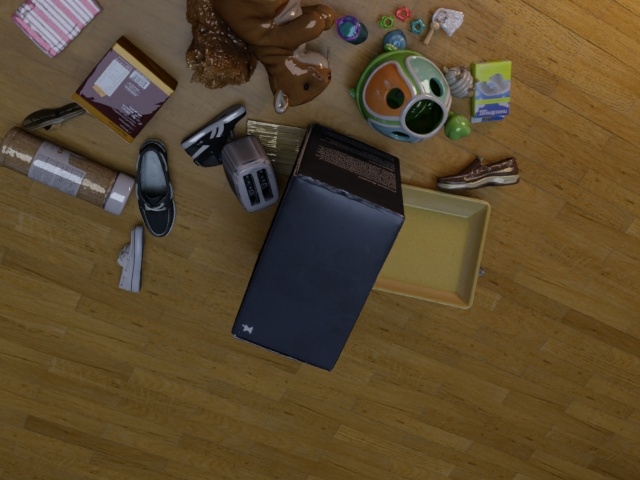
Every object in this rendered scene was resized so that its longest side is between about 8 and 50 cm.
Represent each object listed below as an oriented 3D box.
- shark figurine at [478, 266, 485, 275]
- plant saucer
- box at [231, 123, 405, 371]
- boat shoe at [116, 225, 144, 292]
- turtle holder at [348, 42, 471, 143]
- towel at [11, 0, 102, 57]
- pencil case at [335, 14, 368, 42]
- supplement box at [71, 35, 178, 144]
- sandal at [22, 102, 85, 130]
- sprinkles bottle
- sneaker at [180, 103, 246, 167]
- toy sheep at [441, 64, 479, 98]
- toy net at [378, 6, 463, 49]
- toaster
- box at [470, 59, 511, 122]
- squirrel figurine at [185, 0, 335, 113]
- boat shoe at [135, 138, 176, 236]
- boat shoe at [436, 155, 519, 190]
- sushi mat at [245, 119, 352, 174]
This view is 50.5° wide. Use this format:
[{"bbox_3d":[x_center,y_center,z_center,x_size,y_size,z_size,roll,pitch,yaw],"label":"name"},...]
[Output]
[{"bbox_3d":[0.384,0.043,2.167,0.278,0.166,0.116,16,86,5],"label":"shark figurine"},{"bbox_3d":[0.317,0.016,2.052,0.333,0.081,0.332,12,82,6],"label":"plant saucer"},{"bbox_3d":[0.000,0.000,1.842,0.297,0.472,0.480,22,114,-3],"label":"box"},{"bbox_3d":[-0.576,0.059,2.048,0.076,0.083,0.226,6,114,-10],"label":"boat shoe"},{"bbox_3d":[0.250,-0.363,1.868,0.243,0.227,0.320,-35,131,3],"label":"turtle holder"},{"bbox_3d":[-0.691,-0.594,1.778,0.197,0.029,0.144,-41,112,9],"label":"towel"},{"bbox_3d":[0.084,-0.562,1.815,0.070,0.151,0.064,41,106,1],"label":"pencil case"},{"bbox_3d":[-0.521,-0.404,1.824,0.191,0.129,0.194,39,104,-21],"label":"supplement box"},{"bbox_3d":[-0.731,-0.332,1.873,0.180,0.072,0.049,-16,136,-4],"label":"sandal"},{"bbox_3d":[-0.706,-0.191,1.901,0.355,0.121,0.121,24,109,-16],"label":"sprinkles bottle"},{"bbox_3d":[-0.279,-0.289,1.939,0.217,0.079,0.121,-29,117,15],"label":"sneaker"},{"bbox_3d":[0.392,-0.454,1.935,0.091,0.091,0.132,-43,117,12],"label":"toy sheep"},{"bbox_3d":[0.278,-0.601,1.882,0.232,0.045,0.122,-20,113,1],"label":"toy net"},{"bbox_3d":[-0.195,-0.189,1.910,0.129,0.146,0.227,-21,133,-11],"label":"toaster"},{"bbox_3d":[0.496,-0.431,1.982,0.109,0.042,0.178,-6,114,-4],"label":"box"},{"bbox_3d":[-0.154,-0.523,1.780,0.397,0.281,0.370,-9,126,13],"label":"squirrel figurine"},{"bbox_3d":[-0.484,-0.139,1.967,0.114,0.091,0.302,-6,114,-4],"label":"boat shoe"},{"bbox_3d":[0.474,-0.209,2.061,0.257,0.095,0.095,-7,101,-10],"label":"boat shoe"},{"bbox_3d":[-0.069,-0.260,2.002,0.317,0.019,0.151,8,113,-10],"label":"sushi mat"}]
